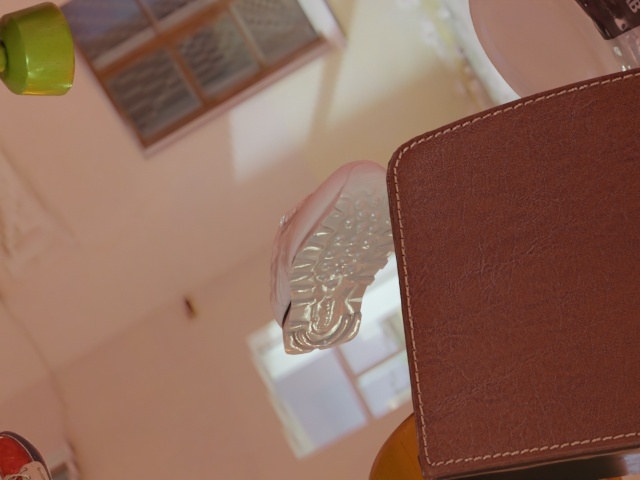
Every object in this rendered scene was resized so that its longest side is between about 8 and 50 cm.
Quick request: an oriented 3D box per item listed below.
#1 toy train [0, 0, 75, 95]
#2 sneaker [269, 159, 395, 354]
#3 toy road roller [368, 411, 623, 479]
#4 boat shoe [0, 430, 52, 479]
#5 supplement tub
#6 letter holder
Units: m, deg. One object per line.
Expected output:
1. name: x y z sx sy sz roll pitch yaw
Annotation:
1. toy train: -0.182 -0.079 0.751 0.105 0.143 0.248 8 104 55
2. sneaker: 0.000 0.000 1.283 0.235 0.090 0.095 114 146 -51
3. toy road roller: 0.080 0.253 1.188 0.202 0.329 0.240 57 172 41
4. boat shoe: -0.299 0.256 1.617 0.137 0.049 0.043 59 -174 7
5. supplement tub: 0.311 -0.261 1.395 0.207 0.338 0.207 44 161 19
6. letter holder: 0.209 0.019 0.921 0.152 0.302 0.214 28 -128 -65
